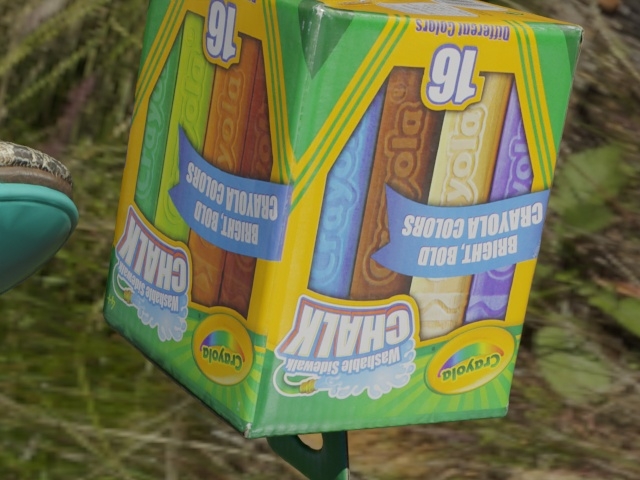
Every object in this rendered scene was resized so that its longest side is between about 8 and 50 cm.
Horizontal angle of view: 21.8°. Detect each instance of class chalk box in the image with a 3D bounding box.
[{"bbox_3d":[0.000,0.000,0.924,0.180,0.179,0.289,28,112,52],"label":"chalk box"}]

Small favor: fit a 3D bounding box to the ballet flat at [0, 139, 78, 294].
[{"bbox_3d":[-0.322,0.008,0.894,0.182,0.483,0.164,43,124,6],"label":"ballet flat"}]
